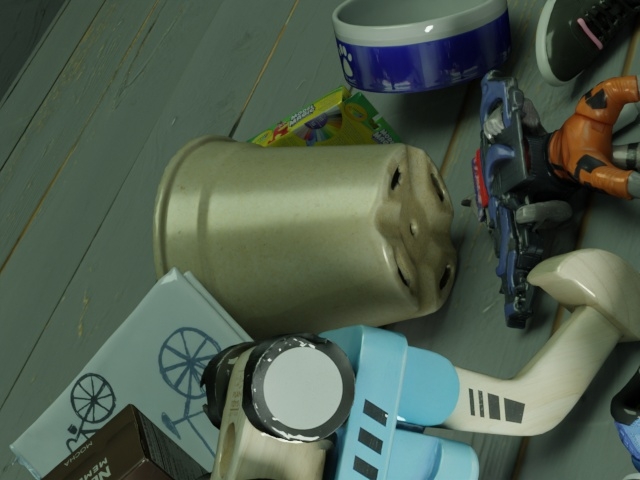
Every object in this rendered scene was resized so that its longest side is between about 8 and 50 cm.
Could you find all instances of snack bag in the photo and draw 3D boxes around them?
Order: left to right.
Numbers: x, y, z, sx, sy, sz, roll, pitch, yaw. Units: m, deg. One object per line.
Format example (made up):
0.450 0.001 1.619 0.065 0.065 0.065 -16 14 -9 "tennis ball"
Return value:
-0.181 0.262 1.747 0.342 0.323 0.037 -47 -12 11 "snack bag"

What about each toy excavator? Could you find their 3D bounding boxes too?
0.110 0.187 1.471 0.222 0.445 0.433 158 125 -70 "toy excavator"

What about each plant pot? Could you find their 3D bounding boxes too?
0.000 0.000 1.845 0.305 0.334 0.334 -9 43 30 "plant pot"

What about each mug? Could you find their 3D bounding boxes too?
0.378 -0.174 1.832 0.064 0.062 0.078 -24 41 16 "mug"

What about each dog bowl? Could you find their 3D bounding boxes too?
0.155 -0.316 2.122 0.265 0.104 0.265 -10 23 4 "dog bowl"

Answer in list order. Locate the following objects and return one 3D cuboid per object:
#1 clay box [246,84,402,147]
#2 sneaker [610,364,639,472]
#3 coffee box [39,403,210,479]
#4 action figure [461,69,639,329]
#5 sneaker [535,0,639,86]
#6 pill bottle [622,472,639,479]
0.006 -0.150 2.175 0.222 0.127 0.053 -28 34 23 "clay box"
0.411 0.091 1.367 0.330 0.147 0.130 -48 30 -9 "sneaker"
-0.172 0.348 1.586 0.168 0.297 0.119 -41 30 5 "coffee box"
0.311 -0.055 1.722 0.330 0.178 0.341 -17 66 48 "action figure"
0.414 -0.335 1.943 0.147 0.104 0.296 -4 43 55 "sneaker"
0.301 0.286 1.331 0.065 0.065 0.116 -8 46 45 "pill bottle"
